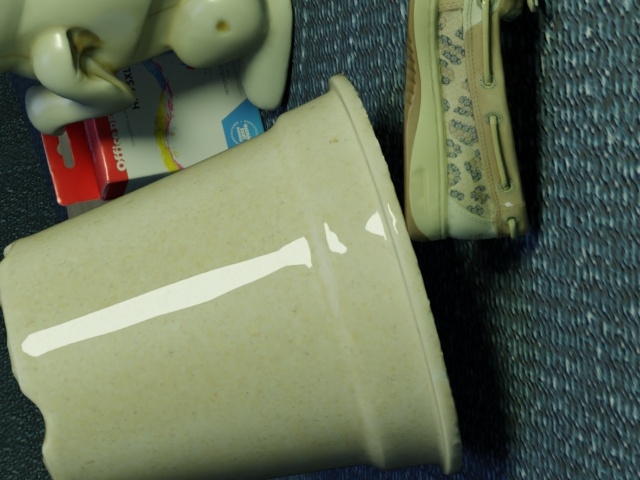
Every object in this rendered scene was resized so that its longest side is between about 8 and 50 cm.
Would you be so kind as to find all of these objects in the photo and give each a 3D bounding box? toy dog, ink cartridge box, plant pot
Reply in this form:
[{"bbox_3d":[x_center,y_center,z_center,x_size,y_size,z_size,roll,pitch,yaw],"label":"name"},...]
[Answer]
[{"bbox_3d":[-0.247,-0.263,1.489,0.395,0.407,0.285,116,139,-65],"label":"toy dog"},{"bbox_3d":[-0.187,-0.127,1.698,0.078,0.231,0.134,136,120,-71],"label":"ink cartridge box"},{"bbox_3d":[-0.081,0.069,1.236,0.334,0.305,0.334,164,90,-87],"label":"plant pot"}]

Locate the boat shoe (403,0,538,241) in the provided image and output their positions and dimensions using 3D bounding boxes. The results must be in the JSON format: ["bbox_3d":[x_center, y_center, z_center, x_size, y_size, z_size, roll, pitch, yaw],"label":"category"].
[{"bbox_3d":[0.103,-0.133,1.025,0.105,0.089,0.285,-78,-10,-60],"label":"boat shoe"}]

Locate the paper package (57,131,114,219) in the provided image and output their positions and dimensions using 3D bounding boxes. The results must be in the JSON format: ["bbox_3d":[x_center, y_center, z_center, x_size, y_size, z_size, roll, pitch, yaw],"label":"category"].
[{"bbox_3d":[-0.223,-0.004,2.025,0.325,0.168,0.310,-134,36,-59],"label":"paper package"}]
